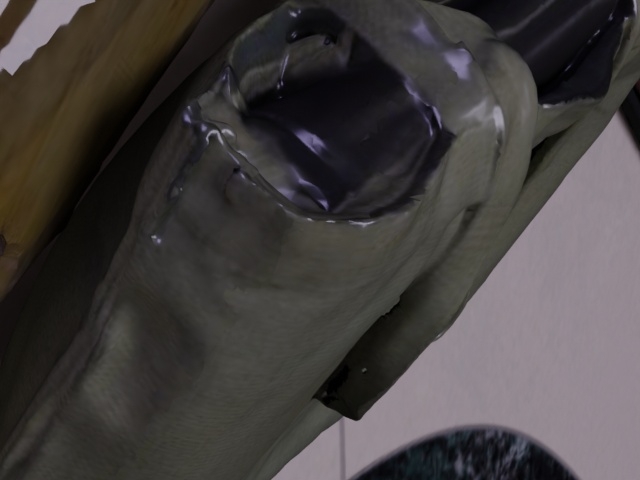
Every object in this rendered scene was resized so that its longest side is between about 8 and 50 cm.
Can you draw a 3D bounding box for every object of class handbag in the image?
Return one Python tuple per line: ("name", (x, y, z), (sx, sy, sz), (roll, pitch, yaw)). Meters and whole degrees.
("handbag", (0.004, -0.004, 0.494), (0.316, 0.109, 0.253), (-37, 168, -46))

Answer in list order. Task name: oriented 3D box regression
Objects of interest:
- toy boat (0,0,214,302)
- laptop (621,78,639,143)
("toy boat", (-0.052, -0.172, 0.372), (0.445, 0.162, 0.136), (-57, 176, -9))
("laptop", (0.242, -0.132, 0.966), (0.207, 0.026, 0.154), (46, 59, -53))
